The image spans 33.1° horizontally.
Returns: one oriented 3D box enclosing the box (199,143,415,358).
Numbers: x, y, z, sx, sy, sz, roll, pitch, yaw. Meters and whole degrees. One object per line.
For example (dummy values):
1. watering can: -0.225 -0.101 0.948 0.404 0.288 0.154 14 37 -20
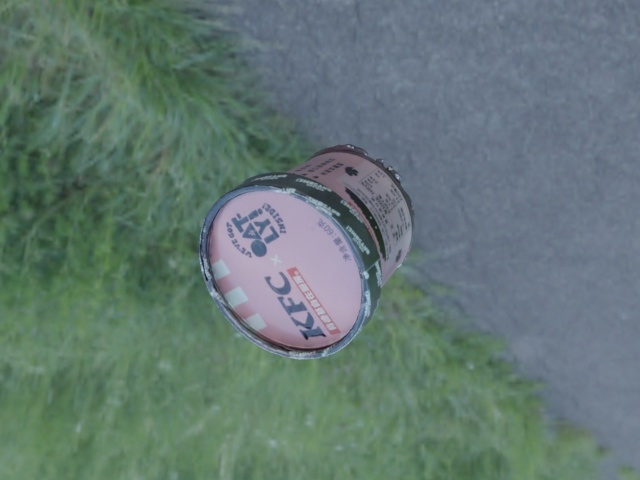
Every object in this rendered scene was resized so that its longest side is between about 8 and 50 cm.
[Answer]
1. box: 0.000 0.000 0.883 0.151 0.135 0.151 15 121 26
